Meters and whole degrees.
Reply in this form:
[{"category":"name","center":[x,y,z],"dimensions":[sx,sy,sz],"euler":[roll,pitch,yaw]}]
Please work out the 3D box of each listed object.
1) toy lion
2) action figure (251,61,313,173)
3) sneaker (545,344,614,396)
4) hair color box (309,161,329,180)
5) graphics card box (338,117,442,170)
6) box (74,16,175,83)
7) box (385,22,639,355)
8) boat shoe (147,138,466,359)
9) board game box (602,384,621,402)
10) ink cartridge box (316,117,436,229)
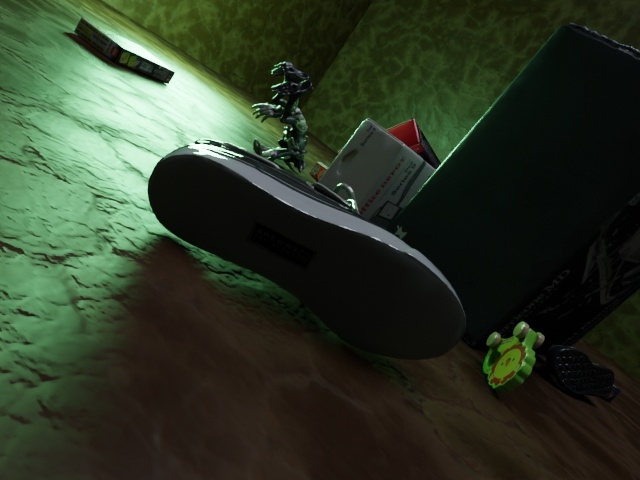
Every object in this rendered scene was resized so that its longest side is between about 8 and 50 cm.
[{"category":"toy lion","center":[0.248,0.160,0.599],"dimensions":[0.034,0.096,0.100],"euler":[36,-28,2]},{"category":"action figure","center":[-0.092,-0.265,1.051],"dimensions":[0.141,0.276,0.164],"euler":[-5,55,-12]},{"category":"sneaker","center":[0.508,0.270,0.931],"dimensions":[0.234,0.084,0.097],"euler":[29,-11,-31]},{"category":"hair color box","center":[0.040,-0.173,1.329],"dimensions":[0.141,0.043,0.072],"euler":[38,13,3]},{"category":"graphics card box","center":[0.240,-0.185,1.340],"dimensions":[0.371,0.232,0.094],"euler":[35,42,-53]},{"category":"box","center":[-0.425,-0.414,1.003],"dimensions":[0.114,0.036,0.207],"euler":[37,13,4]},{"category":"box","center":[0.464,-0.042,0.876],"dimensions":[0.471,0.480,0.297],"euler":[19,27,-44]},{"category":"boat shoe","center":[-0.002,0.003,0.426],"dimensions":[0.306,0.113,0.105],"euler":[25,28,-5]},{"category":"board game box","center":[0.624,0.294,1.167],"dimensions":[0.165,0.042,0.243],"euler":[29,14,-28]},{"category":"ink cartridge box","center":[0.148,-0.124,1.061],"dimensions":[0.121,0.211,0.289],"euler":[45,17,31]}]
